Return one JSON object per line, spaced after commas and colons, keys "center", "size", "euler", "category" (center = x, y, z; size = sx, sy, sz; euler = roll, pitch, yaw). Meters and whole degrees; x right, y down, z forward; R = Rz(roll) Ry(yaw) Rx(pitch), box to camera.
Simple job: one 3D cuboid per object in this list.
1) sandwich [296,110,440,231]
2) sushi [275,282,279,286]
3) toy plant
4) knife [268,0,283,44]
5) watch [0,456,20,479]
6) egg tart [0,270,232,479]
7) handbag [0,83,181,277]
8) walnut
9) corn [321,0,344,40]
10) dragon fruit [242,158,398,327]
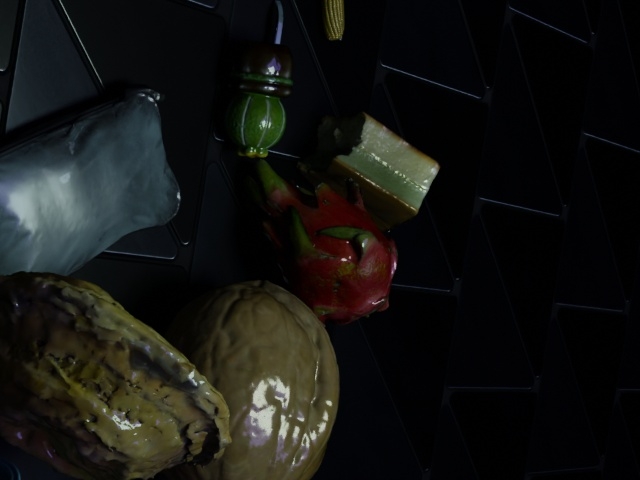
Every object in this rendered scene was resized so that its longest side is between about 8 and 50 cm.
{"center": [0.057, -0.104, 2.045], "size": [0.186, 0.220, 0.108], "euler": [32, 71, -10], "category": "sandwich"}
{"center": [-0.023, 0.049, 2.037], "size": [0.120, 0.026, 0.126], "euler": [35, 78, -46], "category": "sushi"}
{"center": [-0.088, -0.197, 1.854], "size": [0.093, 0.092, 0.162], "euler": [5, 94, -51], "category": "toy plant"}
{"center": [-0.074, -0.246, 1.912], "size": [0.015, 0.028, 0.210], "euler": [7, 92, -19], "category": "knife"}
{"center": [-0.420, 0.333, 1.481], "size": [0.193, 0.211, 0.211], "euler": [-21, 115, -27], "category": "watch"}
{"center": [-0.272, 0.182, 1.514], "size": [0.150, 0.352, 0.352], "euler": [-61, 138, -33], "category": "egg tart"}
{"center": [-0.303, -0.062, 1.642], "size": [0.332, 0.075, 0.192], "euler": [-32, 118, -39], "category": "handbag"}
{"center": [-0.106, 0.204, 1.788], "size": [0.277, 0.252, 0.313], "euler": [24, 66, -39], "category": "walnut"}
{"center": [0.020, -0.350, 1.996], "size": [0.037, 0.037, 0.092], "euler": [-19, 110, -47], "category": "corn"}
{"center": [-0.002, 0.004, 1.926], "size": [0.198, 0.269, 0.200], "euler": [-42, 159, -11], "category": "dragon fruit"}
